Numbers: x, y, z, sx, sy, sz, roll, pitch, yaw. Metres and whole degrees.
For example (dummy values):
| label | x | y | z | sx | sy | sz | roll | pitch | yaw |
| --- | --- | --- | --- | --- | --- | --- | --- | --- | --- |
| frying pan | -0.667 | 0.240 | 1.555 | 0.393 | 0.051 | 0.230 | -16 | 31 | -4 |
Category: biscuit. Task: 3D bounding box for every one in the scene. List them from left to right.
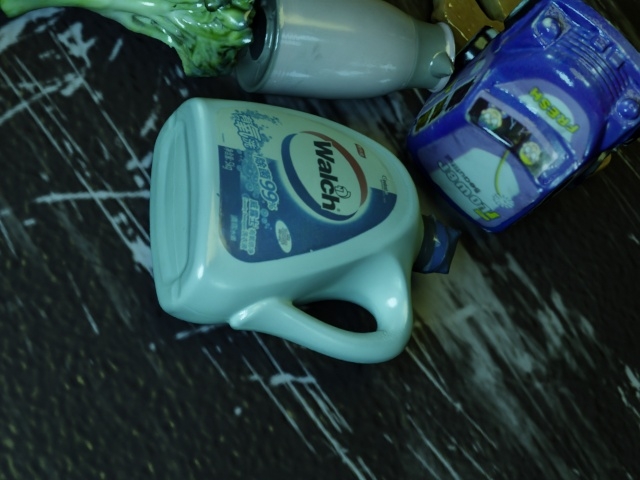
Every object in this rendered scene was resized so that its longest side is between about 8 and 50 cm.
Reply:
| label | x | y | z | sx | sy | sz | roll | pitch | yaw |
| --- | --- | --- | --- | --- | --- | --- | --- | --- | --- |
| biscuit | 0.207 | -0.163 | 1.856 | 0.144 | 0.040 | 0.236 | -23 | 78 | -38 |

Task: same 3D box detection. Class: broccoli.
| label | x | y | z | sx | sy | sz | roll | pitch | yaw |
| --- | --- | --- | --- | --- | --- | --- | --- | --- | --- |
| broccoli | -0.176 | -0.271 | 1.570 | 0.245 | 0.248 | 0.288 | -18 | 82 | -4 |

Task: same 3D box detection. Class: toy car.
| label | x | y | z | sx | sy | sz | roll | pitch | yaw |
| --- | --- | --- | --- | --- | --- | --- | --- | --- | --- |
| toy car | 0.190 | -0.110 | 1.683 | 0.172 | 0.235 | 0.158 | 44 | 58 | -4 |

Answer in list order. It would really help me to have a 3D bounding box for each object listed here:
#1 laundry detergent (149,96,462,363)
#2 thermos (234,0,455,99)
| label | x | y | z | sx | sy | sz | roll | pitch | yaw |
| --- | --- | --- | --- | --- | --- | --- | --- | --- | --- |
| laundry detergent | 0.000 | 0.000 | 1.555 | 0.280 | 0.105 | 0.215 | 16 | 54 | -30 |
| thermos | 0.023 | -0.181 | 1.681 | 0.193 | 0.105 | 0.137 | 4 | 18 | -24 |
